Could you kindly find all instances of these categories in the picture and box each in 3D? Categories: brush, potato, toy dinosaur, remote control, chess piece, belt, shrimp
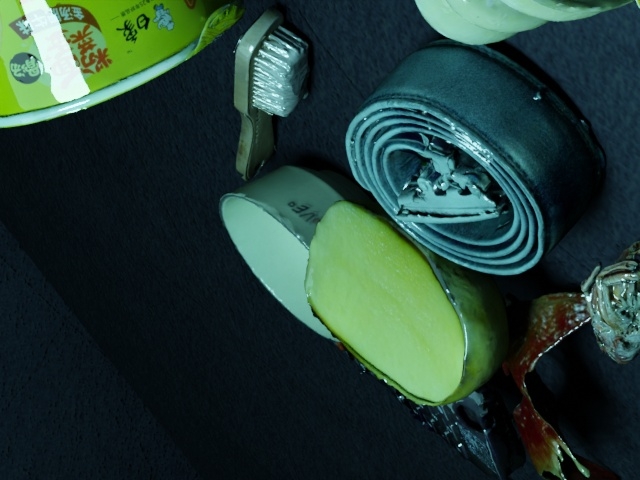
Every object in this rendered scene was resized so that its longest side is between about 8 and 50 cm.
[{"bbox_3d":[-0.052,-0.138,1.900,0.065,0.070,0.327,34,159,9],"label":"brush"},{"bbox_3d":[0.101,0.051,1.756,0.272,0.111,0.160,36,126,50],"label":"potato"},{"bbox_3d":[0.252,0.164,1.809,0.206,0.113,0.327,-115,7,-61],"label":"toy dinosaur"},{"bbox_3d":[0.092,0.129,2.032,0.399,0.062,0.144,39,160,46],"label":"remote control"},{"bbox_3d":[0.138,-0.207,1.283,0.144,0.144,0.251,50,165,-6],"label":"chess piece"},{"bbox_3d":[0.123,-0.066,1.586,0.206,0.116,0.267,47,158,-11],"label":"belt"},{"bbox_3d":[0.272,0.046,1.565,0.190,0.075,0.073,106,153,-55],"label":"shrimp"}]

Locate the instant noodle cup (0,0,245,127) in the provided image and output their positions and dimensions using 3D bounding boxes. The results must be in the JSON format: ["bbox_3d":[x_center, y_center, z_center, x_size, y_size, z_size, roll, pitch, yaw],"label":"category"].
[{"bbox_3d":[-0.250,-0.275,1.750,0.311,0.311,0.221,17,135,55],"label":"instant noodle cup"}]

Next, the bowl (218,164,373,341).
[{"bbox_3d":[0.000,0.000,1.967,0.211,0.112,0.211,40,158,20],"label":"bowl"}]

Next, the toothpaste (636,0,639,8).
[{"bbox_3d":[0.330,-0.133,1.111,0.313,0.071,0.089,15,139,57],"label":"toothpaste"}]
